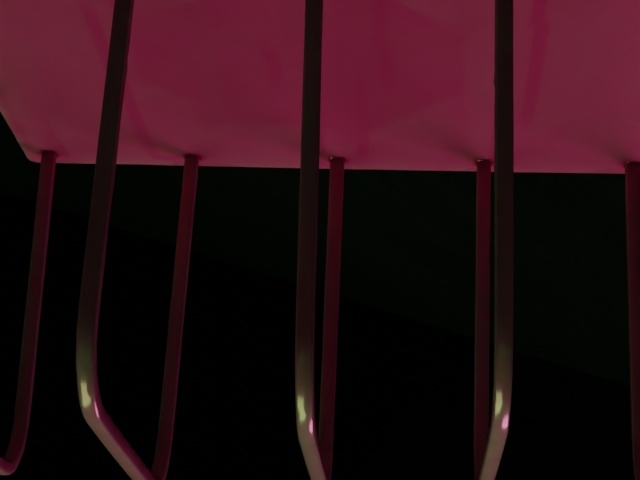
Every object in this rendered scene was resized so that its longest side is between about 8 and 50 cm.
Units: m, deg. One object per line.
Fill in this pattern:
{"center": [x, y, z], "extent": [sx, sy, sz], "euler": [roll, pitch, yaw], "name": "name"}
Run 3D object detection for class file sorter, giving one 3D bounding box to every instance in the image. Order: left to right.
{"center": [0.000, 0.000, 0.649], "extent": [0.291, 0.182, 0.202], "euler": [1, 161, 4], "name": "file sorter"}
